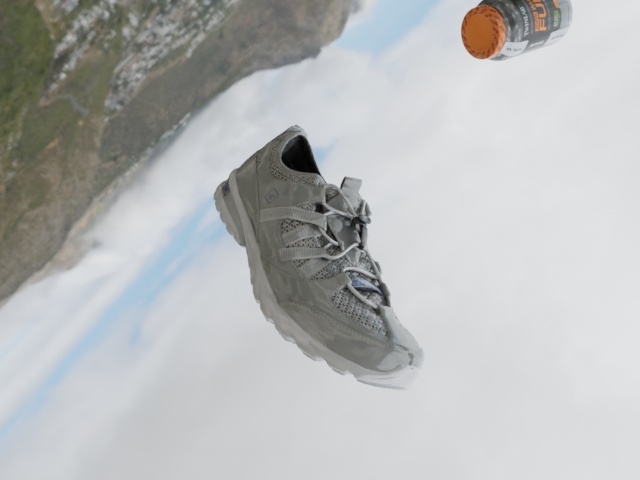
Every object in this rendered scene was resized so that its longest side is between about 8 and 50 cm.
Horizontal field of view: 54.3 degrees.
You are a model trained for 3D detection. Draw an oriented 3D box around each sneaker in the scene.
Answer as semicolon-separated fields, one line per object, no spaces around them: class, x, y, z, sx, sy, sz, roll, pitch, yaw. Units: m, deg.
sneaker;0.000;0.000;0.518;0.115;0.105;0.281;-51;-128;17

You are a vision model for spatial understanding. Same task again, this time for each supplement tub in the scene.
supplement tub;0.356;-0.397;1.139;0.190;0.117;0.117;-24;-172;-27
